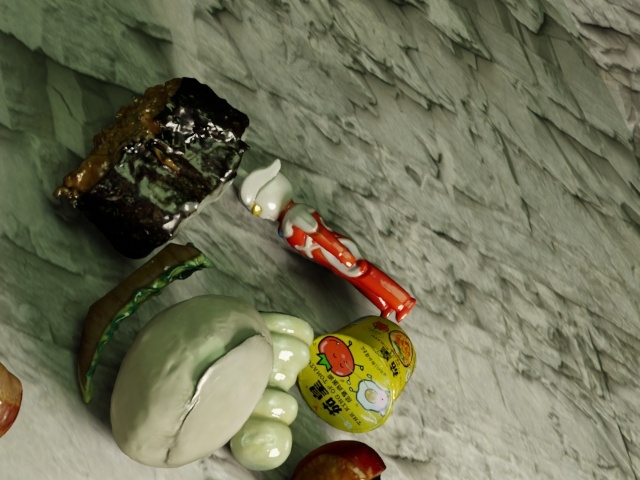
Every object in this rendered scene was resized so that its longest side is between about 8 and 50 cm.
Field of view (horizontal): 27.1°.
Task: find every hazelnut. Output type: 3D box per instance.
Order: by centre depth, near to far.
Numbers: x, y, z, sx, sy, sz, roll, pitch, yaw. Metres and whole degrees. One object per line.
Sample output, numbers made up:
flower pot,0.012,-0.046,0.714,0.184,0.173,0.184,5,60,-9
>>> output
hazelnut,-0.482,0.216,1.789,0.154,0.143,0.143,44,44,-38
hazelnut,0.034,0.424,2.119,0.178,0.178,0.204,-14,83,-45

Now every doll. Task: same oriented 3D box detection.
doll,0.000,0.000,2.311,0.384,0.188,0.099,43,81,-3

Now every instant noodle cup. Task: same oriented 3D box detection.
instant noodle cup,0.073,0.215,2.254,0.182,0.182,0.144,57,36,-2

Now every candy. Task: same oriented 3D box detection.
candy,-0.195,0.206,1.974,0.185,0.295,0.295,36,38,25

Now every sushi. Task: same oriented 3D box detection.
sushi,-0.246,-0.139,2.117,0.207,0.234,0.348,45,41,-13

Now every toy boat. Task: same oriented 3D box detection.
toy boat,-0.288,0.107,2.011,0.099,0.108,0.293,44,70,-5

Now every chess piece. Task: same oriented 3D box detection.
chess piece,-0.087,0.247,2.127,0.133,0.133,0.243,23,59,-31
